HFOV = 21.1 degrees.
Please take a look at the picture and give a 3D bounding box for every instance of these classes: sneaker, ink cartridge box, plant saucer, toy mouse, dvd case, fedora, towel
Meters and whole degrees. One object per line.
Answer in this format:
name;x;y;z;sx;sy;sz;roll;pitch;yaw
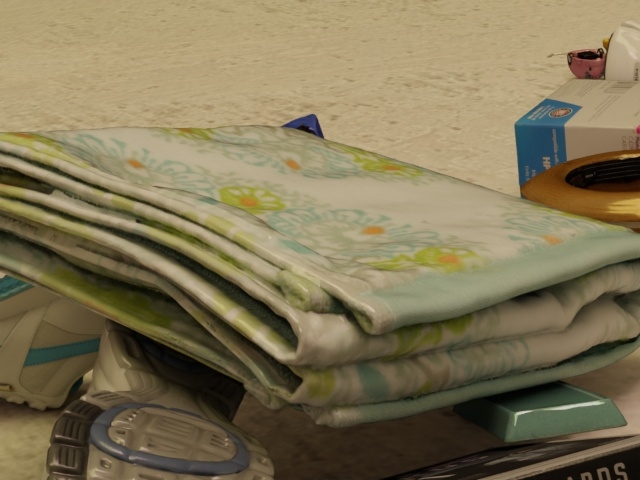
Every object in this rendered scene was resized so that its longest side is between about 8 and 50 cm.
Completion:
sneaker;-0.214;0.075;1.165;0.229;0.092;0.087;-20;16;22
ink cartridge box;0.293;-0.078;1.421;0.231;0.078;0.134;5;23;30
plant saucer;0.122;0.096;0.996;0.067;0.018;0.192;-8;-1;-4
sneaker;0.377;-0.168;1.589;0.118;0.110;0.292;10;24;36
toy mouse;0.312;-0.181;1.767;0.161;0.031;0.143;-3;20;12
dvd case;0.053;0.132;0.850;0.179;0.029;0.239;-13;-4;-17
sneaker;-0.093;0.135;0.894;0.111;0.129;0.297;22;13;-3
fedora;0.240;-0.016;1.266;0.194;0.079;0.194;-7;13;2
towel;0.000;0.000;1.044;0.320;0.090;0.374;23;17;35

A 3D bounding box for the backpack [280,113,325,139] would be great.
backpack;-0.046;-0.042;1.416;0.120;0.098;0.101;-18;10;6
